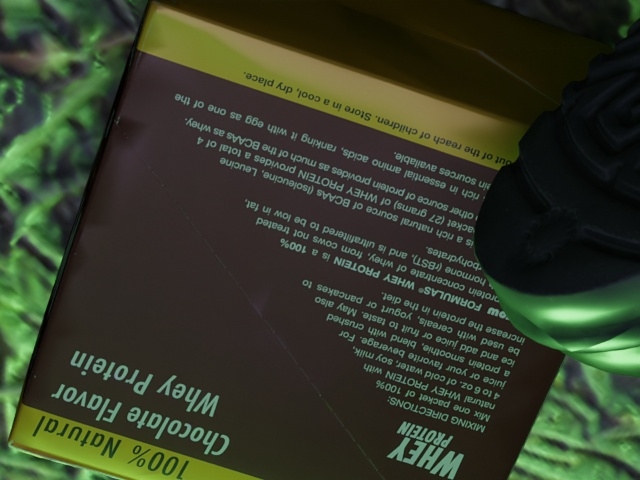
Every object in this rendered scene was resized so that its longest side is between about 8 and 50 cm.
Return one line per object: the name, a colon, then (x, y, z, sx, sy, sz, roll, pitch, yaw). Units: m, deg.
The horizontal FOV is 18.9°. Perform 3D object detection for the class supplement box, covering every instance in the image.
supplement box: (0.000, 0.000, 0.767, 0.191, 0.129, 0.194, 18, 115, -7)

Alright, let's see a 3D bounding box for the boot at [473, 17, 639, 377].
boot: (0.300, 0.066, 0.716, 0.367, 0.146, 0.445, -36, 119, -8)
